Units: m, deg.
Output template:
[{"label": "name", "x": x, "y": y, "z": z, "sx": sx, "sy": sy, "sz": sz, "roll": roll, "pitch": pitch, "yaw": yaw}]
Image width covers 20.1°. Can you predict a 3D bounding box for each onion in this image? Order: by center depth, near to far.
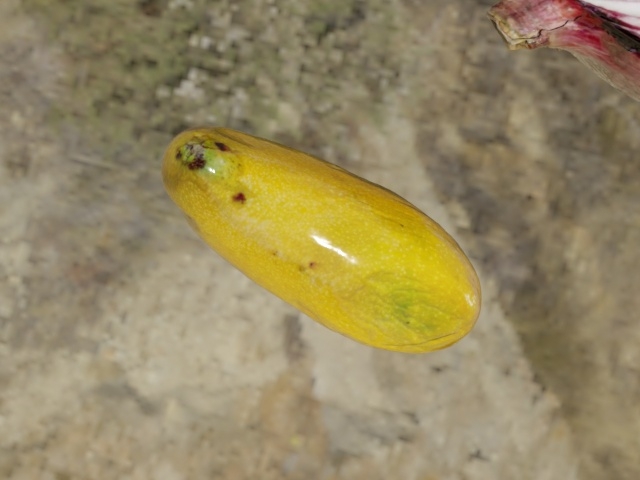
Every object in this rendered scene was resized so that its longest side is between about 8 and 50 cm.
[{"label": "onion", "x": 0.163, "y": -0.118, "z": 0.892, "sx": 0.151, "sy": 0.206, "sz": 0.098, "roll": -32, "pitch": 143, "yaw": 0}]

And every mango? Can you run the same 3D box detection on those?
[{"label": "mango", "x": 0.000, "y": 0.000, "z": 0.869, "sx": 0.190, "sy": 0.098, "sz": 0.075, "roll": 26, "pitch": 83, "yaw": -26}]
